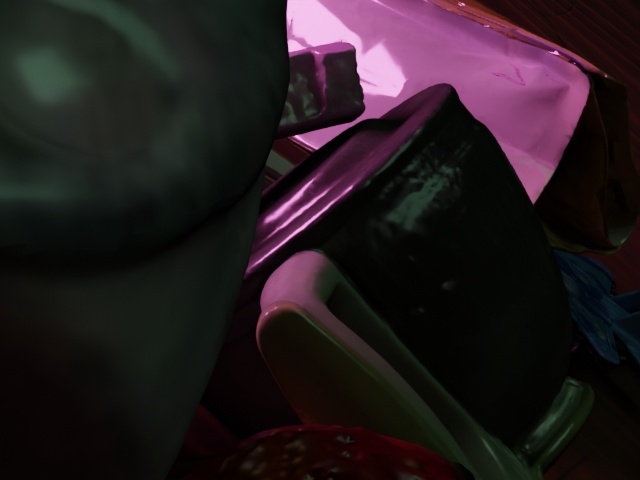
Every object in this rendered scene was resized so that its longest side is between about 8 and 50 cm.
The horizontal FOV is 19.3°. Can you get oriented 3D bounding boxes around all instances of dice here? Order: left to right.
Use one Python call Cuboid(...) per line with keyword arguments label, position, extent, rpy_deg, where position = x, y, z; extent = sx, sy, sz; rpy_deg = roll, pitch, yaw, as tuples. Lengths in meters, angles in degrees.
Cuboid(label="dice", position=(-0.229, -0.039, 0.722), extent=(0.330, 0.348, 0.328), rpy_deg=(20, 43, -29))

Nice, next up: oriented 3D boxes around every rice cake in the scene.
Cuboid(label="rice cake", position=(-0.115, -0.064, 1.108), extent=(0.298, 0.050, 0.106), rpy_deg=(-13, 3, -12))

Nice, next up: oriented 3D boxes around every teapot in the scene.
Cuboid(label="teapot", position=(0.061, 0.055, 1.096), extent=(0.239, 0.239, 0.321), rpy_deg=(50, -16, -6))

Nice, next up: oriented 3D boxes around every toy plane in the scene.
Cuboid(label="toy plane", position=(0.178, 0.031, 1.520), extent=(0.246, 0.078, 0.169), rpy_deg=(26, 26, -7))

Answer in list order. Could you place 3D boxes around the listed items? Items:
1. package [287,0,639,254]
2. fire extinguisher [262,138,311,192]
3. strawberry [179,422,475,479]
Cuboid(label="package", position=(0.089, -0.122, 1.437), extent=(0.311, 0.165, 0.221), rpy_deg=(28, 12, 31))
Cuboid(label="fire extinguisher", position=(-0.002, 0.001, 1.356), extent=(0.252, 0.075, 0.106), rpy_deg=(34, 55, -8))
Cuboid(label="strawberry", position=(-0.025, 0.215, 0.773), extent=(0.277, 0.257, 0.257), rpy_deg=(-14, 52, -32))
